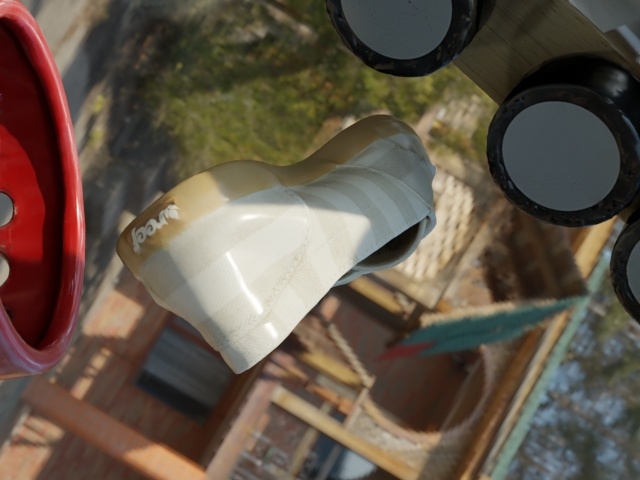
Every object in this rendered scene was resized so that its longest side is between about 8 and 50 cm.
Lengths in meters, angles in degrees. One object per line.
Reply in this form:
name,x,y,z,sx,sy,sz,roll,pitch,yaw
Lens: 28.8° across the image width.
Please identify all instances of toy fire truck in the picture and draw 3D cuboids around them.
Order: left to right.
toy fire truck,0.143,-0.105,0.402,0.246,0.217,0.158,-46,180,39

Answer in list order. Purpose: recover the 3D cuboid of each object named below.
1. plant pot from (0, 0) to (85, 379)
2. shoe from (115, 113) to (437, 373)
plant pot,-0.224,-0.023,0.623,0.191,0.174,0.191,-3,90,-86
shoe,0.000,0.000,0.474,0.076,0.058,0.219,-44,171,23
